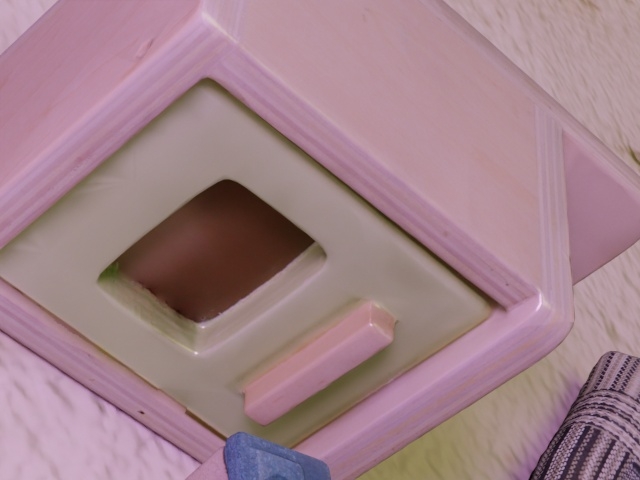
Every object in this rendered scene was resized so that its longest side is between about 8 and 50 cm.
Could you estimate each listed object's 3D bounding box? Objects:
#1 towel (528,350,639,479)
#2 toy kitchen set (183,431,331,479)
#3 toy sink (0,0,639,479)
[{"bbox_3d":[0.194,0.232,0.743,0.324,0.056,0.312,52,30,-3],"label":"towel"},{"bbox_3d":[0.054,0.163,0.556,0.207,0.122,0.166,28,39,-36],"label":"toy kitchen set"},{"bbox_3d":[0.000,0.000,0.622,0.234,0.153,0.131,38,34,-26],"label":"toy sink"}]
